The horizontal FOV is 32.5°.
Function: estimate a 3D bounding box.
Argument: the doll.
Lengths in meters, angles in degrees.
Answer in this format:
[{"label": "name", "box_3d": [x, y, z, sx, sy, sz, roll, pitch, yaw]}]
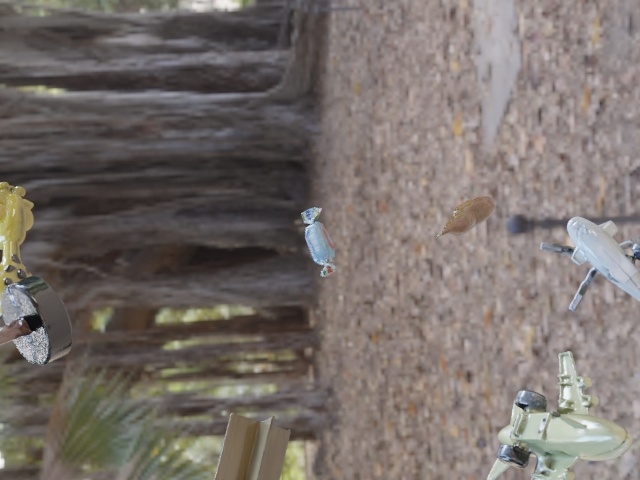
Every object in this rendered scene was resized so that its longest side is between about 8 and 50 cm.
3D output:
[{"label": "doll", "box_3d": [-0.610, 0.021, 2.159, 0.117, 0.086, 0.291, 20, -127, -49]}]

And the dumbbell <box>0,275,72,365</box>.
[{"label": "dumbbell", "box_3d": [-0.541, 0.164, 1.830, 0.152, 0.218, 0.152, 26, 127, 39]}]

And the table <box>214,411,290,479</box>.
[{"label": "table", "box_3d": [-0.144, 0.468, 2.195, 0.167, 0.167, 0.226, 98, -176, -67]}]

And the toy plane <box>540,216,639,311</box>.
[{"label": "toy plane", "box_3d": [0.472, 0.076, 1.678, 0.273, 0.182, 0.107, 64, -176, 6]}]

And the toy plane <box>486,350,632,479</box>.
[{"label": "toy plane", "box_3d": [0.281, 0.236, 1.322, 0.242, 0.104, 0.256, -65, 5, -19]}]

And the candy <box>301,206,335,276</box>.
[{"label": "candy", "box_3d": [0.001, 0.000, 1.238, 0.020, 0.030, 0.083, 29, -142, -62]}]

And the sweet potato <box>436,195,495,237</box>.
[{"label": "sweet potato", "box_3d": [0.268, -0.040, 2.042, 0.195, 0.056, 0.056, -34, -48, -48]}]
